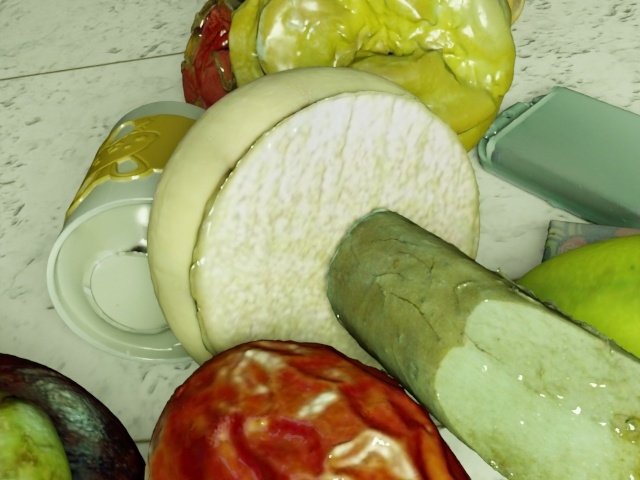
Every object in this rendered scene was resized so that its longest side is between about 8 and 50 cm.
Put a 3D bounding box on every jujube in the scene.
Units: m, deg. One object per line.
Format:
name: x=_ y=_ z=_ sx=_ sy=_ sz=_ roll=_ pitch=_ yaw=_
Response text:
jujube: x=0.015 y=0.190 z=0.493 sx=0.197 sy=0.197 sz=0.290 roll=-32 pitch=65 yaw=-18

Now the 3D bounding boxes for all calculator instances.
calculator: x=0.274 y=-0.082 z=0.817 sx=0.141 sy=0.045 sz=0.246 roll=-38 pitch=47 yaw=-23

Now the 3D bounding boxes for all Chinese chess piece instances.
Chinese chess piece: x=0.000 y=0.000 z=0.647 sx=0.270 sy=0.270 sz=0.112 roll=-33 pitch=32 yaw=-18

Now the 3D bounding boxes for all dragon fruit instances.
dragon fruit: x=-0.080 y=-0.254 z=1.023 sx=0.223 sy=0.148 sz=0.218 roll=-3 pitch=43 yaw=13

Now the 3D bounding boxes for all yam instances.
yam: x=0.105 y=0.072 z=0.518 sx=0.106 sy=0.106 sz=0.259 roll=-32 pitch=37 yaw=-17

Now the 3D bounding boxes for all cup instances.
cup: x=-0.123 y=-0.029 z=0.774 sx=0.241 sy=0.185 sz=0.226 roll=-26 pitch=35 yaw=12

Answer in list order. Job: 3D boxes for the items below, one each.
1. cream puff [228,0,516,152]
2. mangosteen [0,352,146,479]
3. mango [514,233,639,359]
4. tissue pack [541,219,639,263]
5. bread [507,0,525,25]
cream puff: x=0.023 y=-0.198 z=0.838 sx=0.257 sy=0.324 sz=0.291 roll=-46 pitch=14 yaw=-9
mangosteen: x=-0.249 y=0.195 z=0.505 sx=0.300 sy=0.300 sz=0.300 roll=-8 pitch=43 yaw=8
mango: x=0.236 y=0.083 z=0.557 sx=0.273 sy=0.186 sz=0.149 roll=15 pitch=29 yaw=29
tissue pack: x=0.257 y=0.042 z=0.683 sx=0.148 sy=0.060 sz=0.109 roll=8 pitch=46 yaw=22
bread: x=0.150 y=-0.332 z=1.096 sx=0.239 sy=0.074 sz=0.093 roll=12 pitch=55 yaw=27
